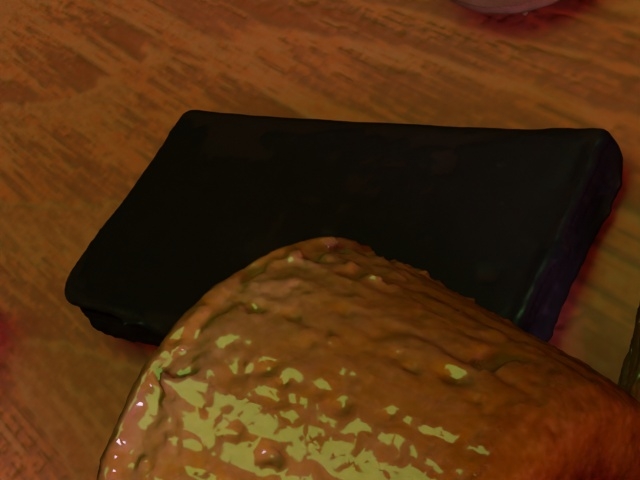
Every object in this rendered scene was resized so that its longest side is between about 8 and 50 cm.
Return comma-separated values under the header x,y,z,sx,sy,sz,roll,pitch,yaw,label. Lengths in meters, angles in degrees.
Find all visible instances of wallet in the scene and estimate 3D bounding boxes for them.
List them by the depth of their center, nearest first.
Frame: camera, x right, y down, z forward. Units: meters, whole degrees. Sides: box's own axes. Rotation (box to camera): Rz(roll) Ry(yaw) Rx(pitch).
x,y,z,sx,sy,sz,roll,pitch,yaw,label
0.000,0.000,0.745,0.309,0.042,0.165,8,60,40,wallet

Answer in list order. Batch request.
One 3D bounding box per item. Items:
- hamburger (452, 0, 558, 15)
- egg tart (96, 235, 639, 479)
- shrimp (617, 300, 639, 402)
x,y,z,sx,sy,sz,roll,pitch,yaw,label
0.110,-0.190,0.790,0.141,0.081,0.126,32,81,36,hamburger
0.031,0.111,0.514,0.147,0.202,0.203,19,69,40,egg tart
0.159,0.058,0.569,0.115,0.051,0.217,-23,47,25,shrimp
